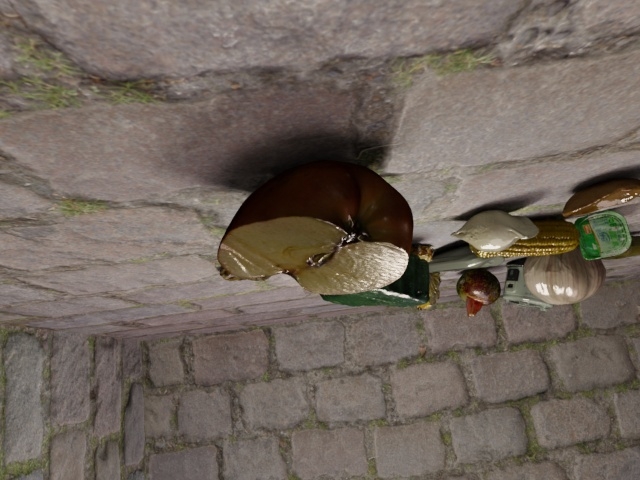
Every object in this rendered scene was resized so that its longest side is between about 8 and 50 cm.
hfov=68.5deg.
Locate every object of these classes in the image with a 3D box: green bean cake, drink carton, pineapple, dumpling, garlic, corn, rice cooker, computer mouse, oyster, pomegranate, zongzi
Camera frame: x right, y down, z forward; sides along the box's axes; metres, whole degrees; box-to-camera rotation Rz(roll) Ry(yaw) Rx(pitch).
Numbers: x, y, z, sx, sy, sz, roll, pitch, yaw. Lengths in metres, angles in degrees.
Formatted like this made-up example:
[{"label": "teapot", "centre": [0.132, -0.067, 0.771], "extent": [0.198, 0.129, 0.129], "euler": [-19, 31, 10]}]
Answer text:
[{"label": "green bean cake", "centre": [0.181, 0.134, 1.614], "extent": [0.301, 0.168, 0.308], "euler": [15, 157, -23]}, {"label": "drink carton", "centre": [0.935, -0.019, 1.552], "extent": [0.144, 0.145, 0.142], "euler": [-16, 171, 32]}, {"label": "pineapple", "centre": [0.491, 0.218, 2.200], "extent": [0.115, 0.186, 0.236], "euler": [-19, -156, 28]}, {"label": "dumpling", "centre": [0.495, -0.034, 1.348], "extent": [0.216, 0.126, 0.167], "euler": [-34, 178, 41]}, {"label": "garlic", "centre": [0.955, 0.118, 1.853], "extent": [0.318, 0.259, 0.317], "euler": [-1, -168, 0]}, {"label": "corn", "centre": [0.651, -0.006, 1.493], "extent": [0.364, 0.120, 0.120], "euler": [-3, 165, -8]}, {"label": "rice cooker", "centre": [0.984, 0.199, 2.200], "extent": [0.242, 0.226, 0.280], "euler": [15, 172, -16]}, {"label": "computer mouse", "centre": [0.526, 0.066, 1.750], "extent": [0.198, 0.094, 0.331], "euler": [4, 170, -32]}, {"label": "oyster", "centre": [-0.225, 0.095, 1.562], "extent": [0.129, 0.078, 0.345], "euler": [16, 156, -38]}, {"label": "pineapple", "centre": [0.314, 0.057, 1.701], "extent": [0.222, 0.047, 0.221], "euler": [-6, 164, -2]}, {"label": "pomegranate", "centre": [0.756, 0.257, 2.278], "extent": [0.215, 0.247, 0.214], "euler": [22, 157, 10]}, {"label": "zongzi", "centre": [1.223, 0.036, 1.960], "extent": [0.205, 0.094, 0.204], "euler": [-5, 169, -9]}]

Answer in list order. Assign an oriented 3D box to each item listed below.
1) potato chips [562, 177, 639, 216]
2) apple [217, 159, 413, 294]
[{"label": "potato chips", "centre": [0.735, -0.118, 1.219], "extent": [0.196, 0.061, 0.208], "euler": [-7, 165, -22]}, {"label": "apple", "centre": [0.000, 0.000, 0.909], "extent": [0.329, 0.295, 0.365], "euler": [-29, 176, -34]}]
